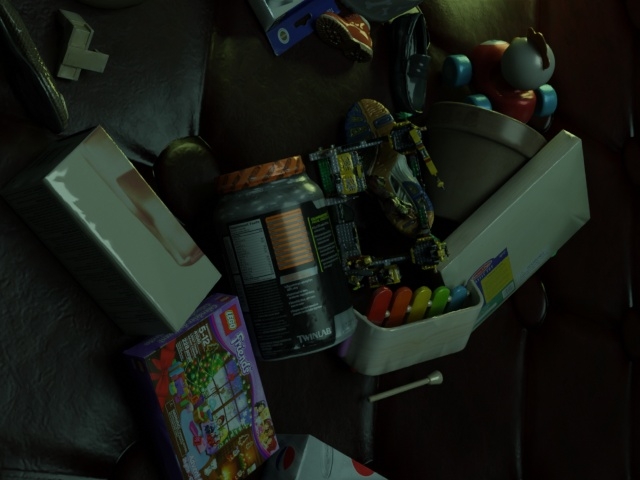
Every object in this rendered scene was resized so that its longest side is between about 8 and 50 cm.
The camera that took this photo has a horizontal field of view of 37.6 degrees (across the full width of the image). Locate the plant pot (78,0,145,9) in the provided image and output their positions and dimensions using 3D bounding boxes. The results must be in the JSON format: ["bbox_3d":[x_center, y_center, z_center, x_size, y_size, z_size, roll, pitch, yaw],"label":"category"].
[{"bbox_3d":[-0.292,-0.510,1.423,0.284,0.191,0.284,-1,91,-38],"label":"plant pot"}]

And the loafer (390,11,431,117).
[{"bbox_3d":[0.195,-0.371,1.981,0.076,0.078,0.223,2,82,-44],"label":"loafer"}]

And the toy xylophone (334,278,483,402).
[{"bbox_3d":[0.172,0.188,1.792,0.322,0.081,0.236,-3,128,-37],"label":"toy xylophone"}]

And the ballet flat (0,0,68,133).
[{"bbox_3d":[-0.428,-0.272,1.361,0.058,0.084,0.250,-38,103,-40],"label":"ballet flat"}]

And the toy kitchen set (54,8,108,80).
[{"bbox_3d":[-0.373,-0.298,1.449,0.068,0.075,0.083,7,118,-40],"label":"toy kitchen set"}]

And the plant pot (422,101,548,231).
[{"bbox_3d":[0.315,-0.136,1.965,0.263,0.263,0.229,26,82,-39],"label":"plant pot"}]

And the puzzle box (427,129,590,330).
[{"bbox_3d":[0.395,-0.007,1.942,0.409,0.052,0.272,-41,142,-13],"label":"puzzle box"}]

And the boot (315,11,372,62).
[{"bbox_3d":[0.047,-0.424,1.867,0.158,0.059,0.085,27,61,-47],"label":"boot"}]

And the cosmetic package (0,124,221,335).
[{"bbox_3d":[-0.304,-0.008,1.383,0.296,0.153,0.129,55,52,-24],"label":"cosmetic package"}]

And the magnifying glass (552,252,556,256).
[{"bbox_3d":[0.552,-0.072,2.319,0.092,0.026,0.231,9,78,-43],"label":"magnifying glass"}]

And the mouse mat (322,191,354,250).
[{"bbox_3d":[0.000,0.000,1.778,0.152,0.007,0.190,26,66,-39],"label":"mouse mat"}]

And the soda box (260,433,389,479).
[{"bbox_3d":[0.030,0.440,1.671,0.286,0.091,0.098,37,58,-34],"label":"soda box"}]

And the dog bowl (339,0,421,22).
[{"bbox_3d":[0.128,-0.633,1.947,0.349,0.102,0.349,10,76,-42],"label":"dog bowl"}]

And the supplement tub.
[{"bbox_3d":[-0.066,0.027,1.578,0.193,0.193,0.316,-18,96,-44],"label":"supplement tub"}]

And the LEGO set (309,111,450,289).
[{"bbox_3d":[0.103,-0.062,1.695,0.192,0.255,0.331,-62,148,-82],"label":"LEGO set"}]

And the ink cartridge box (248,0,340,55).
[{"bbox_3d":[-0.060,-0.495,1.778,0.223,0.045,0.224,-45,114,-39],"label":"ink cartridge box"}]

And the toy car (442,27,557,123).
[{"bbox_3d":[0.425,-0.383,2.036,0.219,0.238,0.210,-11,67,-24],"label":"toy car"}]

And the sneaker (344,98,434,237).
[{"bbox_3d":[0.130,-0.135,1.877,0.131,0.112,0.296,48,20,-81],"label":"sneaker"}]

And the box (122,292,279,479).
[{"bbox_3d":[-0.180,0.257,1.481,0.201,0.057,0.293,-34,119,-42],"label":"box"}]
